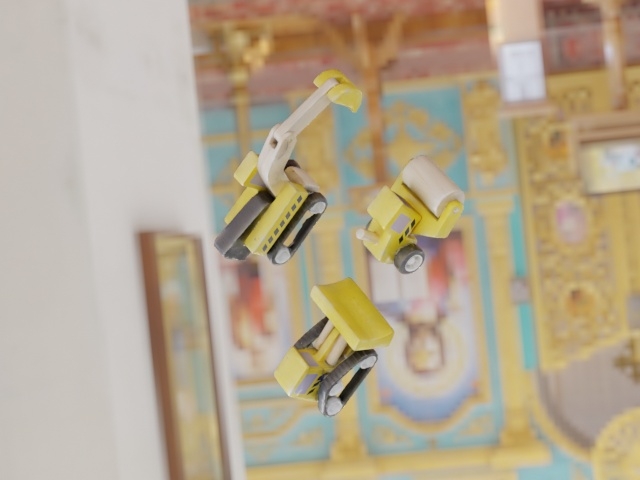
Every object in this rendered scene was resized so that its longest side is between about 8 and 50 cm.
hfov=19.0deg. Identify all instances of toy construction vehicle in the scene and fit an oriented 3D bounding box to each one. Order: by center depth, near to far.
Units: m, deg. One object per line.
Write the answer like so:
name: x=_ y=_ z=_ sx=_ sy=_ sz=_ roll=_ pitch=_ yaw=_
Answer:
toy construction vehicle: x=0.000 y=0.000 z=0.682 sx=0.035 sy=0.086 sz=0.098 roll=9 pitch=125 yaw=-47
